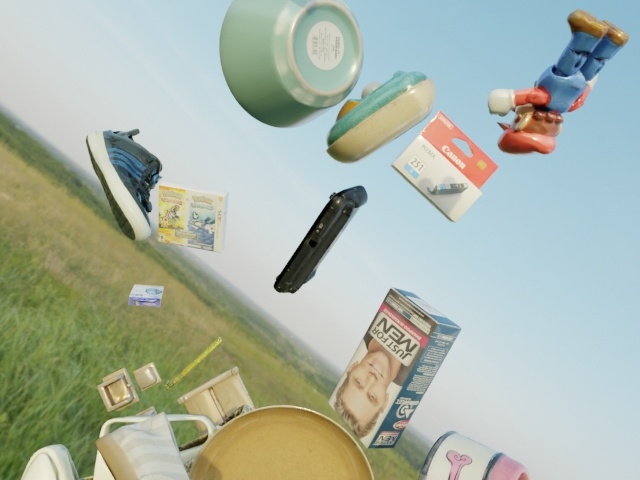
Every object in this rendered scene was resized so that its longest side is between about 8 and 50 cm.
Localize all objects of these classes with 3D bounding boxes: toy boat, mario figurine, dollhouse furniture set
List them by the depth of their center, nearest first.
[{"bbox_3d":[0.479,-0.328,1.140,0.198,0.321,0.170,28,35,0],"label":"mario figurine"},{"bbox_3d":[0.126,-0.286,1.180,0.148,0.267,0.318,56,18,-5],"label":"toy boat"},{"bbox_3d":[-0.257,0.364,1.203,0.303,0.355,0.174,64,-8,3],"label":"dollhouse furniture set"}]

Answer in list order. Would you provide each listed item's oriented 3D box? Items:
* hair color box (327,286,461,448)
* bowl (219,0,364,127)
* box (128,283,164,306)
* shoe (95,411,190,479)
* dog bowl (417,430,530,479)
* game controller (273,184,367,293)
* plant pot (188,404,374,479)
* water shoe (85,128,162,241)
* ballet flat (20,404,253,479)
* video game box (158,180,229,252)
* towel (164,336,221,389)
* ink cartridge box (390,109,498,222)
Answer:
[{"bbox_3d":[0.174,0.309,1.295,0.105,0.347,0.174,18,13,-41],"label":"hair color box"},{"bbox_3d":[-0.033,-0.385,1.092,0.311,0.312,0.163,45,-15,-34],"label":"bowl"},{"bbox_3d":[-0.470,0.151,1.440,0.081,0.028,0.136,6,12,-13],"label":"box"},{"bbox_3d":[-0.097,0.184,0.362,0.219,0.058,0.077,23,-51,51],"label":"shoe"},{"bbox_3d":[0.288,0.578,0.985,0.150,0.408,0.408,0,-31,31],"label":"dog bowl"},{"bbox_3d":[0.000,0.000,1.278,0.067,0.319,0.166,39,29,7],"label":"game controller"},{"bbox_3d":[-0.049,0.322,0.666,0.236,0.236,0.032,39,-4,-2],"label":"plant pot"},{"bbox_3d":[-0.237,-0.084,0.675,0.203,0.080,0.073,53,-28,34],"label":"water shoe"},{"bbox_3d":[-0.306,0.357,0.782,0.164,0.482,0.182,170,-97,-83],"label":"ballet flat"},{"bbox_3d":[-0.384,-0.070,1.600,0.205,0.187,0.048,9,20,4],"label":"video game box"},{"bbox_3d":[-0.437,0.417,1.836,0.021,0.237,0.102,50,-12,-6],"label":"towel"},{"bbox_3d":[0.431,-0.253,1.808,0.296,0.261,0.066,42,0,-6],"label":"ink cartridge box"}]
